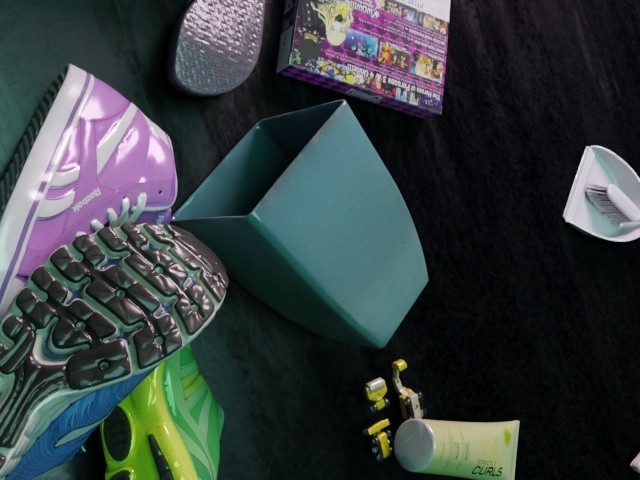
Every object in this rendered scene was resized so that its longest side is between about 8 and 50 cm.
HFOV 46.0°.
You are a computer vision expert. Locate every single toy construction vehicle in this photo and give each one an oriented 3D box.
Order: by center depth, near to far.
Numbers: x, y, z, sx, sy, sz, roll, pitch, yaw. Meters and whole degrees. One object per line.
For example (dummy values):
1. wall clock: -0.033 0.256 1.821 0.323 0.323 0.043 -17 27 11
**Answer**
1. toy construction vehicle: 0.083 0.205 0.921 0.086 0.035 0.098 -24 105 -31

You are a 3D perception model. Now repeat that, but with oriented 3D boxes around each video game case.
1. video game case: 0.062 -0.283 0.954 0.232 0.042 0.210 10 79 -30

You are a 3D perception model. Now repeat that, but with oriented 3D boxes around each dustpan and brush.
1. dustpan and brush: 0.485 -0.041 1.177 0.211 0.060 0.147 34 68 -24

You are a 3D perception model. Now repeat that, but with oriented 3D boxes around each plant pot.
1. plant pot: 0.000 0.000 0.819 0.234 0.166 0.165 50 63 -25

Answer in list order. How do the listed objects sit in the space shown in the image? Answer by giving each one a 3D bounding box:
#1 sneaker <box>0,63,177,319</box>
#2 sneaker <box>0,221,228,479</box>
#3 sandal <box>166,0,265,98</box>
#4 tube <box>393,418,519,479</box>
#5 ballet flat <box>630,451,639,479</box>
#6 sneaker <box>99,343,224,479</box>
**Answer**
1. sneaker: -0.217 -0.019 0.700 0.161 0.102 0.282 34 57 -30
2. sneaker: -0.221 0.107 0.633 0.330 0.147 0.130 -37 82 -22
3. sandal: -0.108 -0.259 0.849 0.097 0.054 0.254 33 59 -32
4. tube: 0.189 0.265 0.957 0.240 0.062 0.070 21 115 -44
5. ballet flat: 0.499 0.368 1.142 0.070 0.070 0.188 22 70 -28
6. sneaker: -0.163 0.151 0.743 0.109 0.123 0.295 -12 74 8
